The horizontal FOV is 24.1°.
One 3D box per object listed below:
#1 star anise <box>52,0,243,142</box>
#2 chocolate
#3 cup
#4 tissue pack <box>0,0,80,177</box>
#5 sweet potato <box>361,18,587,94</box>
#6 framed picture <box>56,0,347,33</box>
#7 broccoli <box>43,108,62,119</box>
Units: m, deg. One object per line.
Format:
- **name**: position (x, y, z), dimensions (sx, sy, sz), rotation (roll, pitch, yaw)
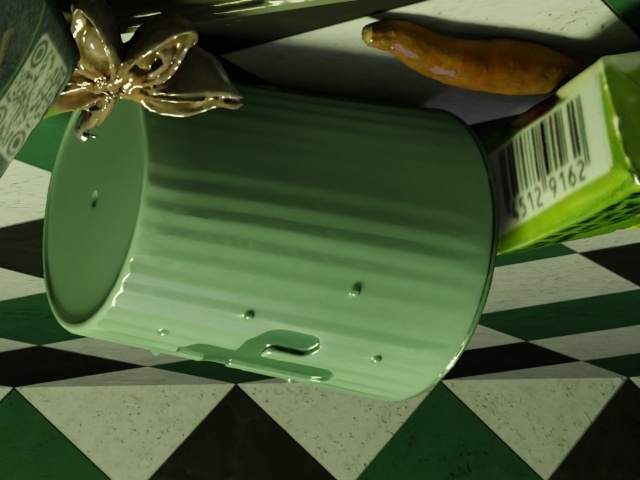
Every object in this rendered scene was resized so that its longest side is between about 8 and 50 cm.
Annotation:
- **star anise**: position (-0.177, -0.153, 1.251), dimensions (0.208, 0.063, 0.172), rotation (-9, 148, 34)
- **chocolate**: position (0.335, -0.095, 1.497), dimensions (0.289, 0.137, 0.301), rotation (-11, 171, -24)
- **cup**: position (-0.069, 0.020, 1.533), dimensions (0.392, 0.310, 0.401), rotation (10, 129, -29)
- **tissue pack**: position (-0.304, -0.107, 0.956), dimensions (0.124, 0.288, 0.394), rotation (34, 171, 9)
- **sweet potato**: position (0.153, -0.167, 1.414), dimensions (0.265, 0.057, 0.057), rotation (3, 165, -31)
- **framed picture**: position (-0.167, -0.244, 1.083), dimensions (0.326, 0.028, 0.446), rotation (-6, 166, 10)
- **broccoli**: position (-0.388, -0.123, 1.309), dimensions (0.302, 0.186, 0.254), rotation (-42, 174, -13)
